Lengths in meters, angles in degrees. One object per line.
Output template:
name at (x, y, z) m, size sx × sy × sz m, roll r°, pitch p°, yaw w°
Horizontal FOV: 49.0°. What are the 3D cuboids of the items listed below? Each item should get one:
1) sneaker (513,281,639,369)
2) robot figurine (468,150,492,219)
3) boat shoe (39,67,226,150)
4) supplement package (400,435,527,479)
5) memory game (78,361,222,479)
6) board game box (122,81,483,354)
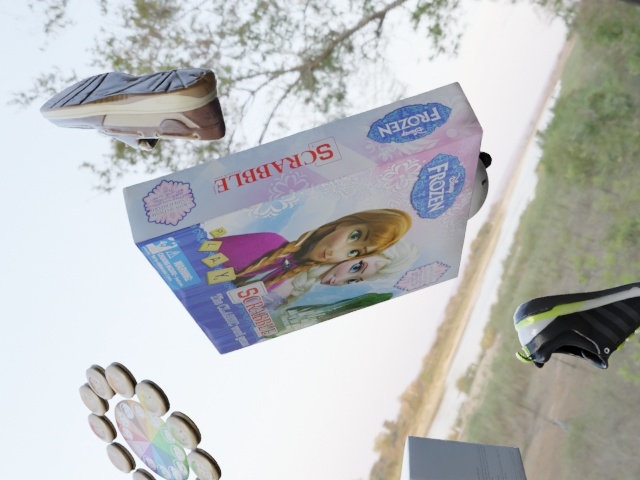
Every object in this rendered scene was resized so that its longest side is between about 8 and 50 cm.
sneaker at (0.363, 0.118, 0.900) m, size 0.084 × 0.234 × 0.097 m, roll 77°, pitch -176°, yaw -67°
robot figurine at (0.239, -0.132, 1.507) m, size 0.209 × 0.173 × 0.278 m, roll -64°, pitch 24°, yaw 4°
boat shoe at (-0.302, -0.197, 1.132) m, size 0.123 × 0.342 × 0.123 m, roll -63°, pitch -36°, yaw -46°
supplement package at (0.217, 0.382, 1.081) m, size 0.105 × 0.179 × 0.105 m, roll -75°, pitch -10°, yaw -66°
memory game at (-0.162, 0.192, 0.658) m, size 0.012 × 0.186 × 0.186 m, roll -40°, pitch -27°, yaw -43°
board game box at (0.000, 0.000, 0.747) m, size 0.319 × 0.318 × 0.066 m, roll 75°, pitch 176°, yaw -63°
